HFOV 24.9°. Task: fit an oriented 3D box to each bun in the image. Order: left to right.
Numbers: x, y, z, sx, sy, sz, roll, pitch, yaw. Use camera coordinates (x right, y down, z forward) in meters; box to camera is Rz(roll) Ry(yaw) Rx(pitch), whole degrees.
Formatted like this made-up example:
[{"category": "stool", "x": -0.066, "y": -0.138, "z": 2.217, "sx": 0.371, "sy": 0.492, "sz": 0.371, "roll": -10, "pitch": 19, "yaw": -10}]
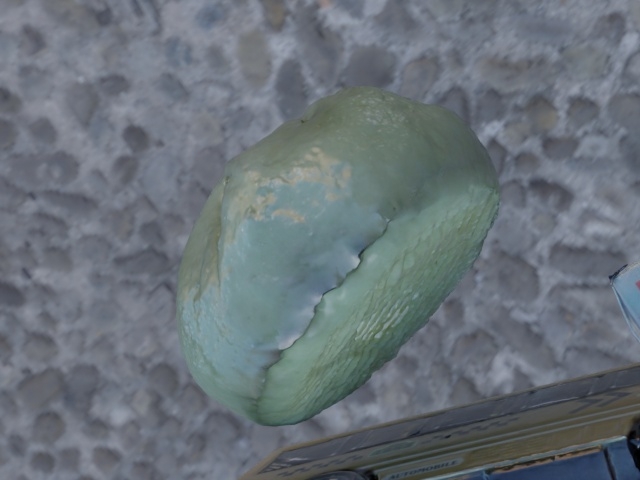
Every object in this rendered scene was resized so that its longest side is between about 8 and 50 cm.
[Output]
[{"category": "bun", "x": 0.000, "y": 0.000, "z": 0.759, "sx": 0.118, "sy": 0.195, "sz": 0.195, "roll": 47, "pitch": 128, "yaw": 17}]

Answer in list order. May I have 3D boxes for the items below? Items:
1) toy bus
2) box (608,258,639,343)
[{"category": "toy bus", "x": 0.126, "y": 0.166, "z": 0.795, "sx": 0.366, "sy": 0.202, "sz": 0.176, "roll": -15, "pitch": 97, "yaw": 19}, {"category": "box", "x": 0.352, "y": 0.006, "z": 1.088, "sx": 0.269, "sy": 0.135, "sz": 0.079, "roll": -32, "pitch": 69, "yaw": 10}]
